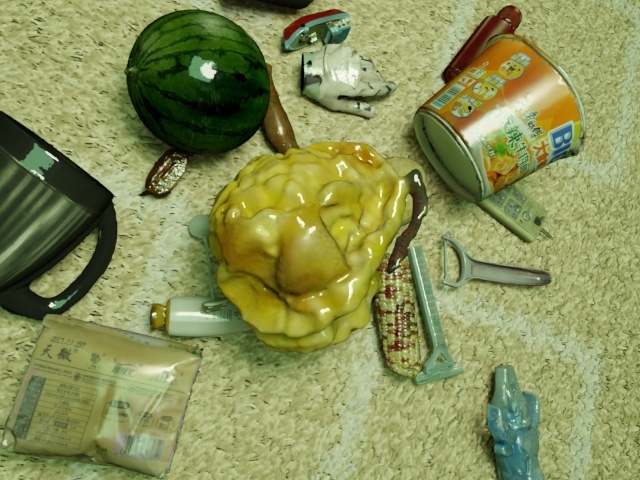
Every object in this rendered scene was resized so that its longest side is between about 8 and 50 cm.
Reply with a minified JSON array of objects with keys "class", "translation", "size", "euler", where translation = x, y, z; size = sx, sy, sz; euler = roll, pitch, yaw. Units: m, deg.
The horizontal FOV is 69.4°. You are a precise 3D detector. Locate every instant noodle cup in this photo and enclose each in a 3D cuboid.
[{"class":"instant noodle cup","translation":[0.337,-0.228,0.936],"size":[0.213,0.296,0.297],"euler":[-34,92,1]}]

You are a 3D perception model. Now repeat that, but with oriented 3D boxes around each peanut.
[{"class":"peanut","translation":[0.148,-0.100,0.949],"size":[0.140,0.109,0.159],"euler":[5,67,12]}]

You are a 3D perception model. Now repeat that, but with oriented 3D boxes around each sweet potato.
[{"class":"sweet potato","translation":[-0.080,-0.229,0.931],"size":[0.078,0.058,0.256],"euler":[-30,95,-39]}]

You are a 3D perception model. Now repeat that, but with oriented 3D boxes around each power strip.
[{"class":"power strip","translation":[0.439,-0.083,1.076],"size":[0.267,0.034,0.092],"euler":[36,73,-9]}]

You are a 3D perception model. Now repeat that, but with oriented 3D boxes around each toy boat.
[{"class":"toy boat","translation":[-0.007,-0.437,0.977],"size":[0.172,0.069,0.059],"euler":[-26,81,-24]}]

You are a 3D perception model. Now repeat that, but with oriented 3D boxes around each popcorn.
[{"class":"popcorn","translation":[0.000,0.000,0.765],"size":[0.381,0.349,0.350],"euler":[-24,89,18]}]

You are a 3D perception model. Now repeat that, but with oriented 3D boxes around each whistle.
[{"class":"whistle","translation":[0.405,0.397,0.963],"size":[0.180,0.093,0.270],"euler":[2,80,-41]}]

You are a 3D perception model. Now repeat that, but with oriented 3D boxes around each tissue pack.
[{"class":"tissue pack","translation":[-0.340,0.252,0.743],"size":[0.256,0.123,0.215],"euler":[17,75,-15]}]

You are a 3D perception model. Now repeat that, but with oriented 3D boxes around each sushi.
[{"class":"sushi","translation":[-0.286,-0.124,0.854],"size":[0.052,0.055,0.120],"euler":[33,84,-21]}]

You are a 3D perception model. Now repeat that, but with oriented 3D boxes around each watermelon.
[{"class":"watermelon","translation":[-0.208,-0.271,0.804],"size":[0.242,0.242,0.243],"euler":[3,81,-16]}]

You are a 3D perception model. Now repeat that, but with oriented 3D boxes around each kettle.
[{"class":"kettle","translation":[-0.485,-0.024,0.726],"size":[0.207,0.251,0.271],"euler":[34,80,23]}]

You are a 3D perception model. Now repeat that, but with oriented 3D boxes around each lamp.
[{"class":"lamp","translation":[-0.201,0.033,0.831],"size":[0.050,0.056,0.199],"euler":[-7,65,-19]}]

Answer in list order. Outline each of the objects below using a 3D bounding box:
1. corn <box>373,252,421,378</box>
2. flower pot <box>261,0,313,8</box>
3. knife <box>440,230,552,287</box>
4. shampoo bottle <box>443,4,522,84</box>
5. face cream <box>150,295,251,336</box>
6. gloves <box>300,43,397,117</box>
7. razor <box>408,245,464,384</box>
[{"class":"corn","translation":[0.152,0.150,0.928],"size":[0.086,0.086,0.254],"euler":[-5,85,-18]},{"class":"flower pot","translation":[-0.071,-0.575,0.910],"size":[0.166,0.268,0.270],"euler":[14,77,-36]},{"class":"knife","translation":[0.384,0.059,1.028],"size":[0.277,0.053,0.124],"euler":[11,74,-16]},{"class":"shampoo bottle","translation":[0.396,-0.458,1.105],"size":[0.102,0.064,0.260],"euler":[40,73,-10]},{"class":"face cream","translation":[-0.211,0.137,0.836],"size":[0.181,0.051,0.072],"euler":[3,76,-18]},{"class":"gloves","translation":[0.066,-0.338,0.968],"size":[0.211,0.111,0.128],"euler":[0,77,-9]},{"class":"razor","translation":[0.225,0.149,0.964],"size":[0.110,0.056,0.278],"euler":[-8,84,-16]}]
